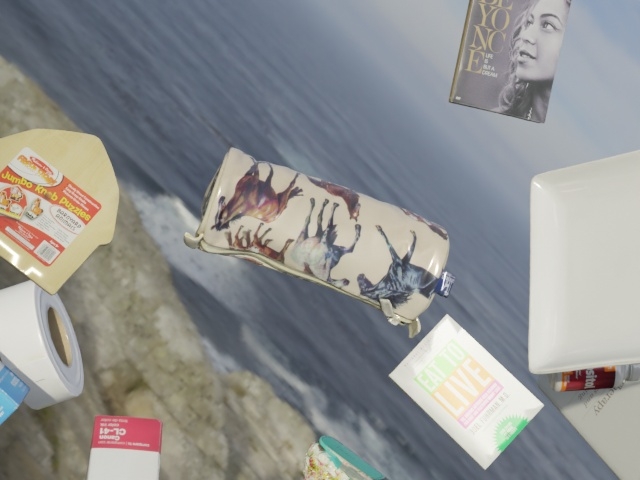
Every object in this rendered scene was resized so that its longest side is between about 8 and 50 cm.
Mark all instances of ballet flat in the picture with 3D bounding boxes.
[{"bbox_3d":[0.069,0.347,1.288,0.241,0.077,0.091,31,10,37],"label":"ballet flat"}]

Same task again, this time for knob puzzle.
[{"bbox_3d":[-0.337,-0.054,1.216,0.213,0.213,0.030,46,-24,0],"label":"knob puzzle"}]

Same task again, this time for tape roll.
[{"bbox_3d":[-0.628,0.230,2.195,0.286,0.100,0.286,162,-90,-89],"label":"tape roll"}]

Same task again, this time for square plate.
[{"bbox_3d":[0.481,0.028,1.518,0.049,0.344,0.347,23,64,-42],"label":"square plate"}]

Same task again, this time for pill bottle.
[{"bbox_3d":[0.481,0.220,1.732,0.086,0.152,0.086,-5,90,-89],"label":"pill bottle"}]

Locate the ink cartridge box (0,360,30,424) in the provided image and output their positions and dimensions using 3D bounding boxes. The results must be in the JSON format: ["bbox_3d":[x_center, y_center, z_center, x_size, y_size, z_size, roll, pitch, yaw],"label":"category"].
[{"bbox_3d":[-0.740,0.265,1.831,0.307,0.223,0.129,46,2,-10],"label":"ink cartridge box"}]

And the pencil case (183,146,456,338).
[{"bbox_3d":[0.000,0.000,1.511,0.410,0.160,0.184,20,58,-14],"label":"pencil case"}]

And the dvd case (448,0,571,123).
[{"bbox_3d":[0.298,-0.307,1.527,0.164,0.221,0.018,10,3,-16],"label":"dvd case"}]

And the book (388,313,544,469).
[{"bbox_3d":[0.158,0.166,1.080,0.144,0.096,0.035,43,-8,8],"label":"book"}]

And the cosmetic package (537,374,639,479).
[{"bbox_3d":[0.704,0.306,1.871,0.327,0.329,0.394,25,16,-31],"label":"cosmetic package"}]

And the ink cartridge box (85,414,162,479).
[{"bbox_3d":[-0.361,0.497,1.738,0.131,0.226,0.306,9,48,-11],"label":"ink cartridge box"}]
